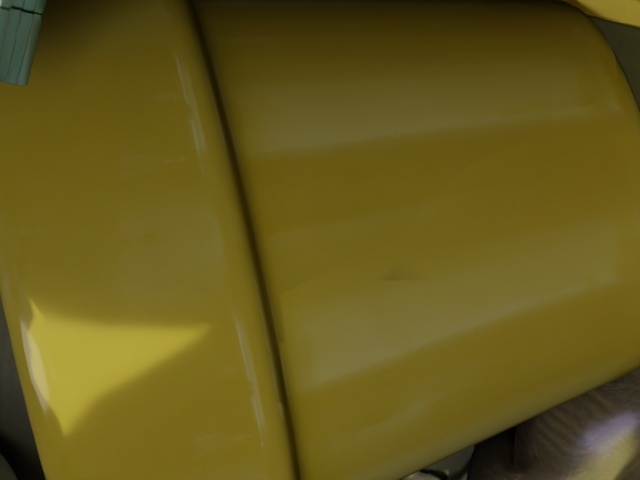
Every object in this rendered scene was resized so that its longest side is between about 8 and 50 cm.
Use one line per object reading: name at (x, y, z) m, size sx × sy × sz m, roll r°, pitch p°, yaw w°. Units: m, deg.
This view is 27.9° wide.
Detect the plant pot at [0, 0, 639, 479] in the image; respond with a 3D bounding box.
plant pot at (0.000, 0.000, 0.537) m, size 0.239 × 0.254 × 0.254 m, roll -13°, pitch 110°, yaw -7°

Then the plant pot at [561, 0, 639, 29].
plant pot at (0.182, -0.169, 0.474) m, size 0.212 × 0.212 × 0.187 m, roll 14°, pitch 96°, yaw 0°

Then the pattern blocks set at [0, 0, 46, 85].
pattern blocks set at (-0.227, -0.063, 0.481) m, size 0.325 × 0.026 × 0.285 m, roll 33°, pitch 108°, yaw 31°

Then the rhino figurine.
rhino figurine at (0.158, 0.061, 0.603) m, size 0.073 × 0.106 × 0.243 m, roll 40°, pitch 110°, yaw -15°

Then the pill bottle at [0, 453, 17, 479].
pill bottle at (-0.260, 0.200, 0.684) m, size 0.131 × 0.131 × 0.229 m, roll 36°, pitch 108°, yaw -8°
